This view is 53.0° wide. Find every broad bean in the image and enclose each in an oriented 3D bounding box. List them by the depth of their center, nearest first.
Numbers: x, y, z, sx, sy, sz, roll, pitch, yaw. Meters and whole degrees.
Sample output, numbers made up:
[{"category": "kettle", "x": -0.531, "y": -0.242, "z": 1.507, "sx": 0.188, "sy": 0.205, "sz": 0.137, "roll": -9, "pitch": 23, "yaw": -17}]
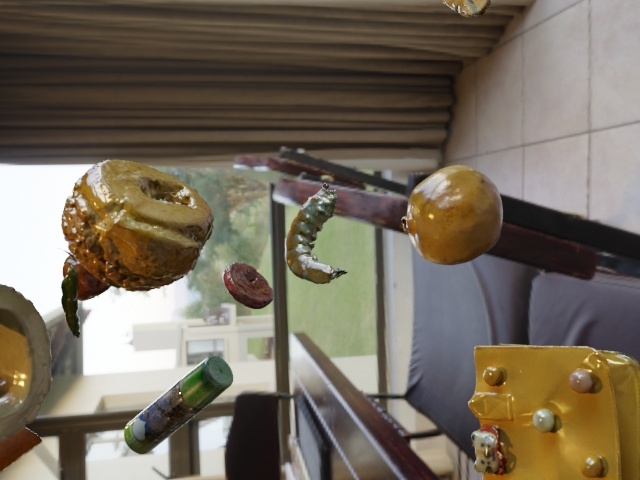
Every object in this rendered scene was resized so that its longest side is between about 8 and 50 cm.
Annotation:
[{"category": "broad bean", "x": -0.700, "y": 0.168, "z": 1.796, "sx": 0.060, "sy": 0.043, "sz": 0.297, "roll": 37, "pitch": 136, "yaw": 20}]

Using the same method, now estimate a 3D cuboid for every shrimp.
[{"category": "shrimp", "x": -0.022, "y": 0.004, "z": 1.613, "sx": 0.185, "sy": 0.068, "sz": 0.287, "roll": -35, "pitch": 39, "yaw": 31}]

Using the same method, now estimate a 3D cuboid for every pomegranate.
[{"category": "pomegranate", "x": 0.295, "y": -0.055, "z": 1.408, "sx": 0.233, "sy": 0.233, "sz": 0.233, "roll": 178, "pitch": 90, "yaw": -79}]

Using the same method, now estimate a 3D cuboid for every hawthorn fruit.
[{"category": "hawthorn fruit", "x": -0.679, "y": 0.083, "z": 1.878, "sx": 0.149, "sy": 0.149, "sz": 0.189, "roll": -119, "pitch": 24, "yaw": -66}]

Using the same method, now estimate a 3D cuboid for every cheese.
[{"category": "cheese", "x": -0.666, "y": 0.227, "z": 1.151, "sx": 0.332, "sy": 0.153, "sz": 0.292, "roll": -9, "pitch": -85, "yaw": -57}]

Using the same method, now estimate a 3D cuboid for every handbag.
[{"category": "handbag", "x": 0.386, "y": 0.379, "z": 1.094, "sx": 0.283, "sy": 0.133, "sz": 0.401, "roll": -8, "pitch": 78, "yaw": 50}]

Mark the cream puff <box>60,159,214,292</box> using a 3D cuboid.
[{"category": "cream puff", "x": -0.387, "y": -0.013, "z": 1.370, "sx": 0.231, "sy": 0.327, "sz": 0.343, "roll": -58, "pitch": 47, "yaw": 20}]

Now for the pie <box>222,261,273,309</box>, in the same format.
[{"category": "pie", "x": -0.225, "y": 0.141, "z": 1.993, "sx": 0.049, "sy": 0.182, "sz": 0.182, "roll": -49, "pitch": 32, "yaw": 23}]

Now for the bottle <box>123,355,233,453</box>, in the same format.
[{"category": "bottle", "x": -0.345, "y": 0.400, "z": 1.553, "sx": 0.330, "sy": 0.093, "sz": 0.093, "roll": -41, "pitch": 38, "yaw": 23}]

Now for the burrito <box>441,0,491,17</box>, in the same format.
[{"category": "burrito", "x": 0.229, "y": -0.576, "z": 1.322, "sx": 0.392, "sy": 0.117, "sz": 0.076, "roll": 54, "pitch": 154, "yaw": 33}]

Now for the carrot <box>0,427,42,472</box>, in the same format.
[{"category": "carrot", "x": -0.830, "y": 0.480, "z": 1.431, "sx": 0.193, "sy": 0.331, "sz": 0.214, "roll": -17, "pitch": 107, "yaw": 50}]
